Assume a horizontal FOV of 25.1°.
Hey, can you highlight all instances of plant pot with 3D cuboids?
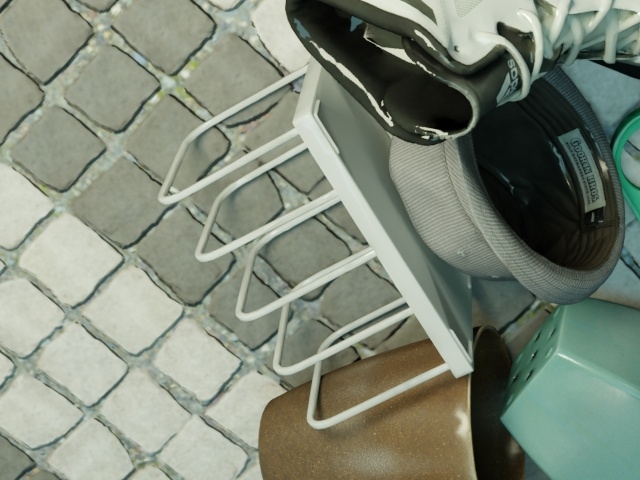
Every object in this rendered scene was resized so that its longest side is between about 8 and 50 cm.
[{"bbox_3d":[0.303,0.171,1.391,0.234,0.165,0.166,31,123,-3],"label":"plant pot"},{"bbox_3d":[0.064,0.199,1.410,0.230,0.215,0.215,-6,114,19],"label":"plant pot"}]

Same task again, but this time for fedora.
[{"bbox_3d":[0.154,-0.056,1.287,0.124,0.244,0.275,-19,146,39],"label":"fedora"}]

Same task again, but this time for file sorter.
[{"bbox_3d":[0.000,0.000,1.318,0.173,0.193,0.278,-27,110,16],"label":"file sorter"}]

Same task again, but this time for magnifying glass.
[{"bbox_3d":[0.328,-0.020,1.388,0.092,0.026,0.231,-6,114,4],"label":"magnifying glass"}]

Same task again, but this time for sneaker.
[{"bbox_3d":[0.181,-0.150,1.117,0.447,0.257,0.169,14,144,-1],"label":"sneaker"}]

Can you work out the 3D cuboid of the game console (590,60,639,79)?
[{"bbox_3d":[0.224,-0.304,1.155,0.342,0.060,0.386,23,143,-7],"label":"game console"}]
